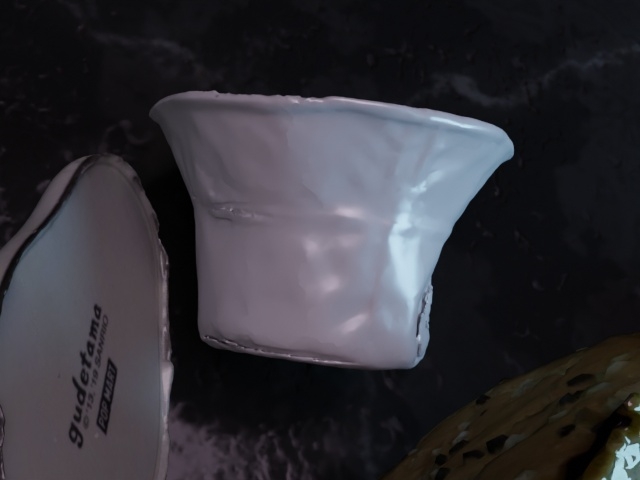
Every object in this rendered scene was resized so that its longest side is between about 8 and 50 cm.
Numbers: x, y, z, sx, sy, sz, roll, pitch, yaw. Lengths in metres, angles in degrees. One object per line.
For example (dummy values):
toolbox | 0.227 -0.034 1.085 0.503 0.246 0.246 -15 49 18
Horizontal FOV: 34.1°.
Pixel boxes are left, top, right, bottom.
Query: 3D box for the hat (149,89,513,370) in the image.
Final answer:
hat | 0.000 0.000 0.543 0.203 0.203 0.126 9 85 -16

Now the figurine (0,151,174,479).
figurine | -0.164 0.074 0.498 0.141 0.166 0.250 -9 40 14

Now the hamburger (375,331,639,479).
hamburger | 0.066 0.198 0.420 0.195 0.277 0.318 52 43 0
